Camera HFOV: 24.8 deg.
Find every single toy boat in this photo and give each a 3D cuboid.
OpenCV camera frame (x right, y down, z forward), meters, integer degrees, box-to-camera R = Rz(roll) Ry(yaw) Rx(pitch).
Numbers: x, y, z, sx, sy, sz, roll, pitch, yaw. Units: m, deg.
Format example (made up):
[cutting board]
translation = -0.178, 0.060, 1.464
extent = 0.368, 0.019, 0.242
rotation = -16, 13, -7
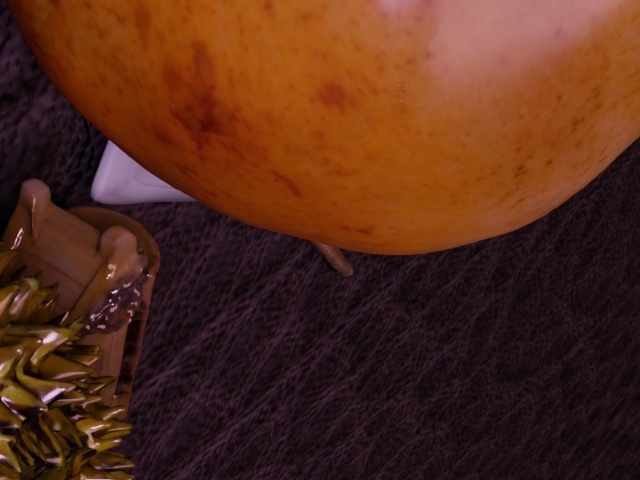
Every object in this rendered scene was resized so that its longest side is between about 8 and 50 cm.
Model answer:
[toy boat]
translation = -0.120, 0.063, 0.672
extent = 0.088, 0.068, 0.226
rotation = -48, 161, -44

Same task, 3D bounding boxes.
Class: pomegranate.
[pomegranate]
translation = 0.020, -0.121, 0.510
extent = 0.264, 0.264, 0.264
rotation = -39, 147, -31

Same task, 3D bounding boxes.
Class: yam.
[yam]
translation = 0.000, 0.000, 0.861
extent = 0.014, 0.014, 0.107
rotation = -54, 152, -7

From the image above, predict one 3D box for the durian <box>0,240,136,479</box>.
[durian]
translation = -0.186, 0.107, 0.472
extent = 0.291, 0.225, 0.291
rotation = -163, -90, -85

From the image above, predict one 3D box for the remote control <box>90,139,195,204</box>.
[remote control]
translation = -0.002, -0.064, 0.754
extent = 0.293, 0.051, 0.103
rotation = -6, 124, -57
